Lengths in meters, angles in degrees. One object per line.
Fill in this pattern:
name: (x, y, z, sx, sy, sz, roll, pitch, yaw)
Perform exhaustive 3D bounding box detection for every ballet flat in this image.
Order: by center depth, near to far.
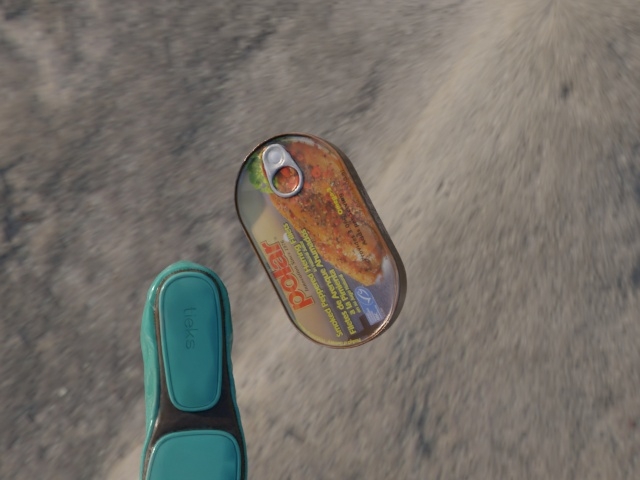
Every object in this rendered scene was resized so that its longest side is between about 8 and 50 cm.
ballet flat: (-0.099, 0.139, 1.435, 0.083, 0.087, 0.247, 0, 91, -4)

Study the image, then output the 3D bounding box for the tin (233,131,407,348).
tin: (0.000, 0.000, 1.546, 0.106, 0.040, 0.190, -28, 82, 12)
